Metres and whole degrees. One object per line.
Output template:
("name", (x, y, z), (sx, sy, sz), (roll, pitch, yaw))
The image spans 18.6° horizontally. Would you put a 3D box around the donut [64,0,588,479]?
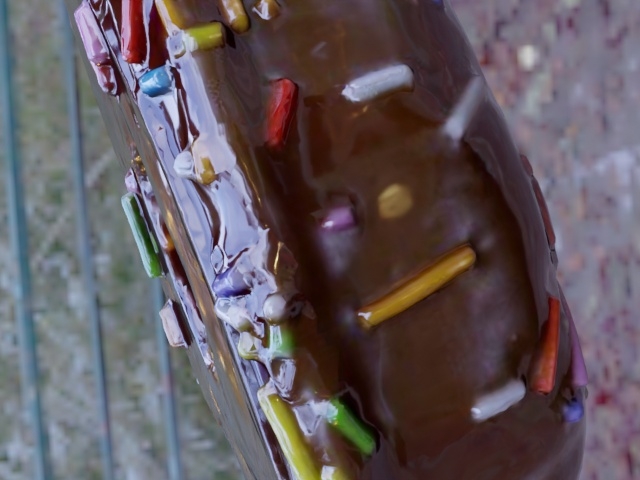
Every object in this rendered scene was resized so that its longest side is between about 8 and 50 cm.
("donut", (0.000, 0.000, 0.524), (0.235, 0.089, 0.235), (160, 90, -83))
